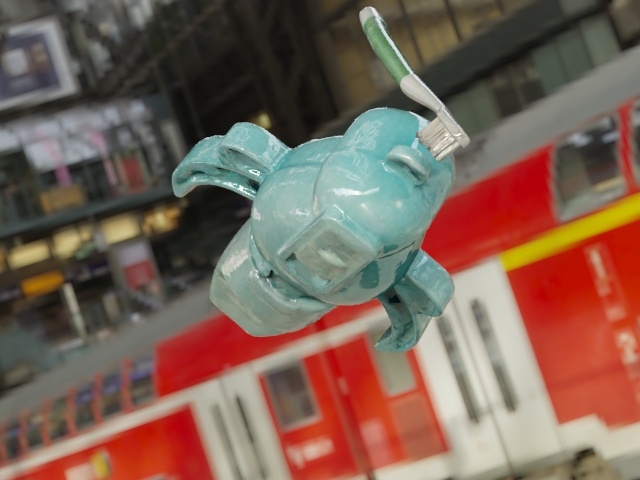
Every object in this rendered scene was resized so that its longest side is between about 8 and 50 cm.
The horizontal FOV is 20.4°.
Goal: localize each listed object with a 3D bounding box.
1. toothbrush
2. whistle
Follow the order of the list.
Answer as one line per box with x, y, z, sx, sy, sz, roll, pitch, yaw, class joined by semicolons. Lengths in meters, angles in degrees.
0.049;-0.095;1.027;0.024;0.018;0.257;-37;23;8;toothbrush
0.000;0.000;1.068;0.093;0.186;0.274;-56;8;-29;whistle
